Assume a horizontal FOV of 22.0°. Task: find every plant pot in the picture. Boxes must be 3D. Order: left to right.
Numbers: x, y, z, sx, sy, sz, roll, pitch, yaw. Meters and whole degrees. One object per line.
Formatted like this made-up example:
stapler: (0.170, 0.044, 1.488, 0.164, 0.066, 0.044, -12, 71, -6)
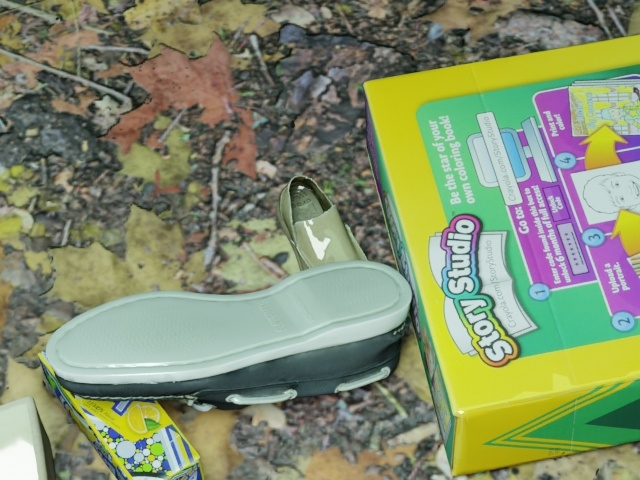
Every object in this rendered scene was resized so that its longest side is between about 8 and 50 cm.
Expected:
plant pot: (-0.258, 0.201, 1.296, 0.109, 0.109, 0.096, -19, 66, -10)

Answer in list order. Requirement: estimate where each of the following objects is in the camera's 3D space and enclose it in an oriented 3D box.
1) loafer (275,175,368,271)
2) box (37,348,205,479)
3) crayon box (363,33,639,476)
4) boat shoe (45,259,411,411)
loafer: (0.000, 0.000, 1.459, 0.056, 0.050, 0.148, -26, 55, -15)
box: (-0.164, 0.148, 1.355, 0.059, 0.054, 0.169, -31, 57, -19)
crayon box: (0.223, -0.002, 1.410, 0.313, 0.106, 0.363, -11, 52, -2)
boat shoe: (-0.069, 0.095, 1.335, 0.302, 0.091, 0.114, -7, 37, -13)
